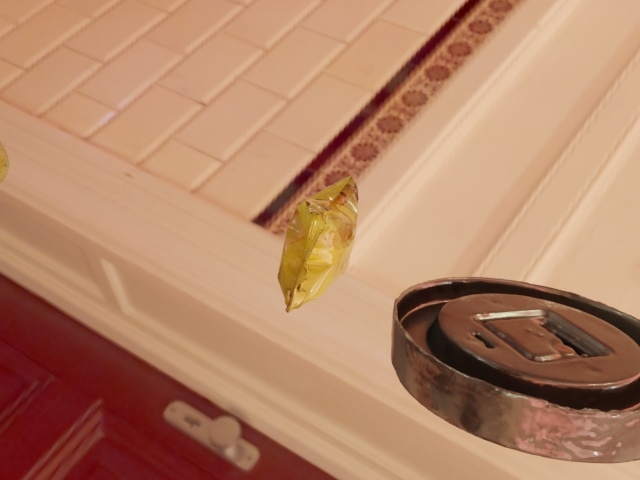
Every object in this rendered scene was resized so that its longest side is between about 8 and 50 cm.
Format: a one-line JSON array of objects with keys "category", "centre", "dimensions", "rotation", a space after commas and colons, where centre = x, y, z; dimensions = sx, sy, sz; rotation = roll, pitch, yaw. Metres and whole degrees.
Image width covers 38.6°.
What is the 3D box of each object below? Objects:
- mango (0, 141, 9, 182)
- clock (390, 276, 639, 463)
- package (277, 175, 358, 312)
[{"category": "mango", "centre": [-0.424, -0.083, 0.950], "dimensions": [0.122, 0.191, 0.085], "rotation": [-94, -176, -65]}, {"category": "clock", "centre": [0.199, 0.110, 0.841], "dimensions": [0.281, 0.281, 0.055], "rotation": [-21, 124, -55]}, {"category": "package", "centre": [0.000, 0.000, 1.297], "dimensions": [0.226, 0.090, 0.168], "rotation": [-41, 145, -72]}]
